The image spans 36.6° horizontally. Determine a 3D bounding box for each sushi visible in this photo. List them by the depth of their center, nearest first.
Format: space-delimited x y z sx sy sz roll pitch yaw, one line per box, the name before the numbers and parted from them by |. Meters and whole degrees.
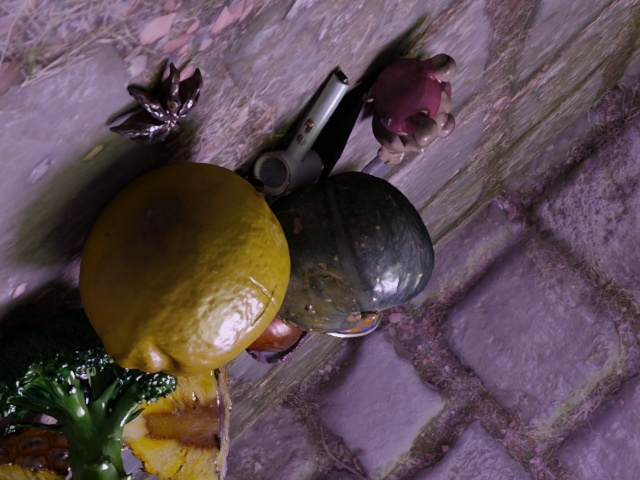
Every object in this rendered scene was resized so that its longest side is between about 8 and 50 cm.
sushi | -0.089 0.175 2.270 0.241 0.161 0.107 -51 172 -5

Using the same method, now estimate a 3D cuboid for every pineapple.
pineapple | -0.534 0.391 1.769 0.334 0.158 0.161 123 -20 -57
pineapple | -0.343 0.356 2.126 0.209 0.286 0.344 -86 176 -71

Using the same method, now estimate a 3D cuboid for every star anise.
star anise | -0.195 -0.163 1.208 0.141 0.042 0.141 -42 167 -12

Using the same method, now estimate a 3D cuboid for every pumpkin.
pumpkin | 0.025 0.025 1.691 0.328 0.257 0.291 -23 166 16

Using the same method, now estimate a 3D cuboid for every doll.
doll | 0.173 -0.241 1.762 0.196 0.152 0.256 -40 174 -3

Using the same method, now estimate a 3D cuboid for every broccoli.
broccoli | -0.358 0.239 1.455 0.298 0.297 0.297 -7 153 -4

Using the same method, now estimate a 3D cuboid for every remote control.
remote control | 0.177 -0.207 2.157 0.245 0.022 0.077 -42 164 -8

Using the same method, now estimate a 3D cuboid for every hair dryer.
hair dryer | -0.016 -0.187 1.626 0.131 0.073 0.236 -22 146 -59

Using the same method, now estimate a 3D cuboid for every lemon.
lemon | -0.186 0.040 1.335 0.297 0.297 0.297 -40 166 -12

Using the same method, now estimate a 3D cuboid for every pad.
pad | 0.033 -0.171 1.778 0.170 0.006 0.245 -60 177 -33

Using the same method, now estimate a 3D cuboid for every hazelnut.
hazelnut | -0.118 0.161 2.129 0.182 0.182 0.182 -40 166 -12

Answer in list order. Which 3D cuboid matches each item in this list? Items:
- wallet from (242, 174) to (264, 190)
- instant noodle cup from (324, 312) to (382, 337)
wallet | -0.188 0.003 1.701 0.172 0.045 0.318 -36 167 -20
instant noodle cup | 0.041 0.027 1.979 0.296 0.296 0.214 -24 149 -53
